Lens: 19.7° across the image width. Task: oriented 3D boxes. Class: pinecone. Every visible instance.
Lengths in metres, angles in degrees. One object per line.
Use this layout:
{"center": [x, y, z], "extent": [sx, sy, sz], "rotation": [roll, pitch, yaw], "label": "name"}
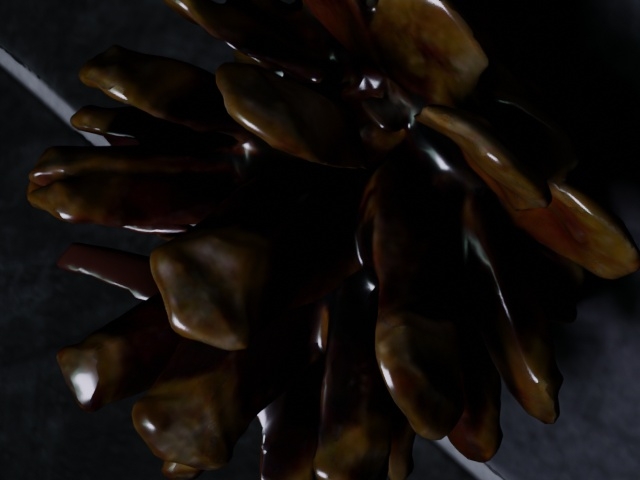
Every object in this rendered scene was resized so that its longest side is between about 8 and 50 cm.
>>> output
{"center": [-0.002, 0.001, 0.682], "extent": [0.229, 0.201, 0.202], "rotation": [64, -178, -54], "label": "pinecone"}
